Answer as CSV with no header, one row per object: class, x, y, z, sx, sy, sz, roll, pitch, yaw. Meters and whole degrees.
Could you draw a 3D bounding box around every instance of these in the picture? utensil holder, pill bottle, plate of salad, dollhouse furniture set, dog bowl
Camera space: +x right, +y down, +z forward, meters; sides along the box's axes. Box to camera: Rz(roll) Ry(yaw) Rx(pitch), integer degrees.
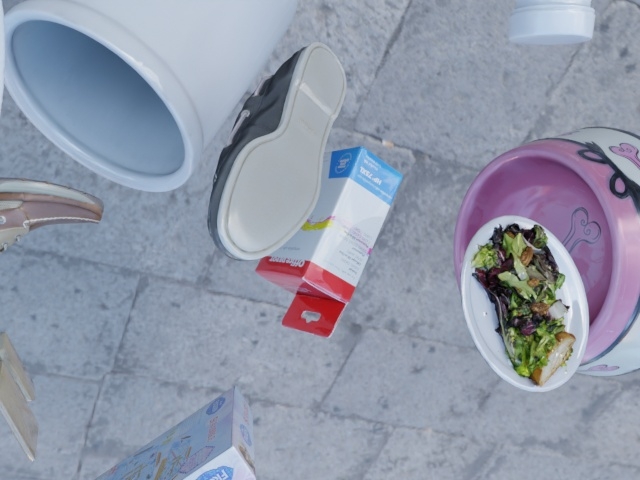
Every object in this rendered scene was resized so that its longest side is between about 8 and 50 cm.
utensil holder,-0.249,-0.326,1.039,0.327,0.386,0.328,19,148,13
pill bottle,0.322,-0.411,0.895,0.152,0.152,0.272,0,99,-8
plate of salad,0.238,0.066,0.736,0.199,0.200,0.048,22,156,-23
dollhouse furniture set,-0.443,0.196,0.814,0.151,0.144,0.123,-14,129,-9
dog bowl,0.378,0.020,1.061,0.150,0.408,0.408,-1,129,-30

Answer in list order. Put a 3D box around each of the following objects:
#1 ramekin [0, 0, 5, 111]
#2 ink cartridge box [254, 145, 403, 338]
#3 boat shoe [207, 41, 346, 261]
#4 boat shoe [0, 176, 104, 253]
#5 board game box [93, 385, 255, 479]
ramekin,-0.373,-0.135,0.539,0.135,0.277,0.277,9,125,-10
ink cartridge box,0.000,0.000,0.860,0.078,0.134,0.231,31,75,-28
boat shoe,-0.057,-0.101,0.776,0.095,0.335,0.112,-19,128,42
boat shoe,-0.489,-0.037,0.973,0.324,0.123,0.117,3,91,-27
board game box,-0.254,0.389,1.069,0.317,0.318,0.066,-33,97,-3
